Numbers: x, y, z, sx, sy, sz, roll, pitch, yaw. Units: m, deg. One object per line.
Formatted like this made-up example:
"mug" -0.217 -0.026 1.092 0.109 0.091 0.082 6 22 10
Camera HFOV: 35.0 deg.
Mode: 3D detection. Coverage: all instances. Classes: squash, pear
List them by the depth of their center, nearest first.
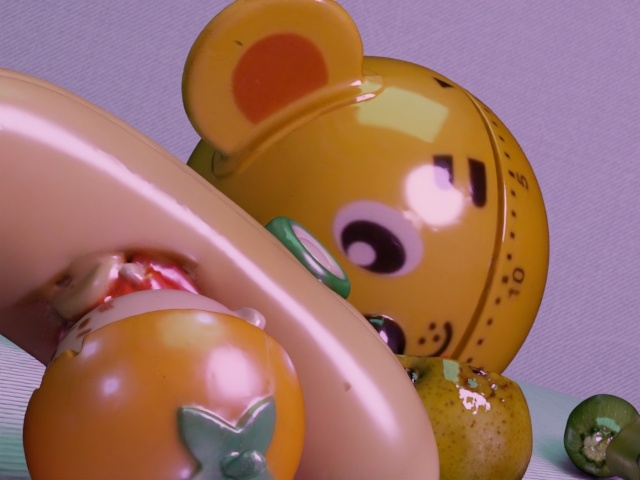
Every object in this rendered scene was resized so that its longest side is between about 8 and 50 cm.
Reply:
"pear" 0.071 0.139 0.684 0.141 0.104 0.141 12 -24 5
"squash" 0.360 0.243 1.277 0.101 0.101 0.378 17 0 20

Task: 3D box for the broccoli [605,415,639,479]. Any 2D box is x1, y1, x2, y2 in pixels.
"broccoli" 0.254 0.122 0.564 0.263 0.247 0.243 -5 -2 -12

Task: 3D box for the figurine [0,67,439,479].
"figurine" -0.068 0.052 0.443 0.324 0.124 0.222 41 13 -32

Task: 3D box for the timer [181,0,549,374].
"timer" 0.000 0.000 0.880 0.387 0.376 0.376 18 -1 -38
